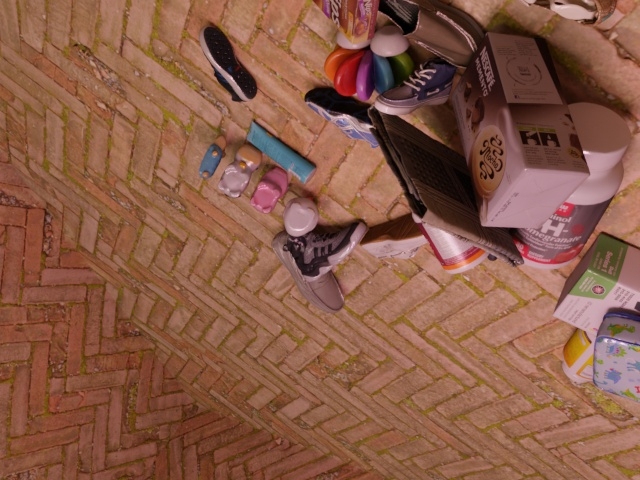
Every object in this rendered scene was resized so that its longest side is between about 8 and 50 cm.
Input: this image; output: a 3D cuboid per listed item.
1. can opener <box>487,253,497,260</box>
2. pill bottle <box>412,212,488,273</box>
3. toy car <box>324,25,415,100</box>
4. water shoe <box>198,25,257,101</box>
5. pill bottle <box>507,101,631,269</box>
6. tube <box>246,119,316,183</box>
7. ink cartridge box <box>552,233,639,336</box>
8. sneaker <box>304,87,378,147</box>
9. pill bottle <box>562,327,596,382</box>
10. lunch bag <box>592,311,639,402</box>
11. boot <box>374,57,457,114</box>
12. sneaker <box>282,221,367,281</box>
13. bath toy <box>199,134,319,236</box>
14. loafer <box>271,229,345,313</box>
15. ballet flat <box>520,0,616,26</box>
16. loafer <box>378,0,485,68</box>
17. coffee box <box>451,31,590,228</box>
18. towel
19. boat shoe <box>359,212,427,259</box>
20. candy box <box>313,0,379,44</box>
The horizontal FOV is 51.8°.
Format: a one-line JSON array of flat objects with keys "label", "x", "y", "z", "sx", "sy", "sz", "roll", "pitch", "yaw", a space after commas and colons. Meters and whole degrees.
[{"label": "can opener", "x": 0.406, "y": -0.023, "z": 1.507, "sx": 0.073, "sy": 0.059, "sz": 0.186, "roll": 24, "pitch": 146, "yaw": 18}, {"label": "pill bottle", "x": 0.283, "y": -0.044, "z": 1.488, "sx": 0.121, "sy": 0.121, "sz": 0.221, "roll": -18, "pitch": 109, "yaw": 51}, {"label": "toy car", "x": 0.092, "y": -0.339, "z": 1.312, "sx": 0.182, "sy": 0.136, "sz": 0.159, "roll": 19, "pitch": 143, "yaw": 23}, {"label": "water shoe", "x": -0.236, "y": -0.411, "z": 1.570, "sx": 0.080, "sy": 0.073, "sz": 0.203, "roll": -3, "pitch": 131, "yaw": 46}, {"label": "pill bottle", "x": 0.461, "y": -0.100, "z": 1.252, "sx": 0.176, "sy": 0.176, "sz": 0.318, "roll": 25, "pitch": 146, "yaw": 16}, {"label": "tube", "x": -0.107, "y": -0.227, "z": 1.716, "sx": 0.207, "sy": 0.052, "sz": 0.080, "roll": 37, "pitch": 143, "yaw": 6}, {"label": "ink cartridge box", "x": 0.679, "y": 0.136, "z": 1.412, "sx": 0.278, "sy": 0.117, "sz": 0.201, "roll": 26, "pitch": 146, "yaw": 13}, {"label": "sneaker", "x": 0.054, "y": -0.273, "z": 1.481, "sx": 0.211, "sy": 0.080, "sz": 0.081, "roll": 29, "pitch": 143, "yaw": 11}, {"label": "pill bottle", "x": 0.661, "y": 0.261, "z": 1.588, "sx": 0.117, "sy": 0.117, "sz": 0.215, "roll": 26, "pitch": 146, "yaw": 14}, {"label": "lunch bag", "x": 0.669, "y": 0.252, "z": 1.379, "sx": 0.176, "sy": 0.090, "sz": 0.219, "roll": 13, "pitch": 143, "yaw": 31}, {"label": "boot", "x": 0.181, "y": -0.298, "z": 1.245, "sx": 0.069, "sy": 0.190, "sz": 0.086, "roll": 41, "pitch": 135, "yaw": 30}, {"label": "sneaker", "x": 0.000, "y": 0.000, "z": 1.830, "sx": 0.153, "sy": 0.101, "sz": 0.268, "roll": 45, "pitch": 129, "yaw": -6}, {"label": "bath toy", "x": -0.153, "y": -0.145, "z": 1.789, "sx": 0.348, "sy": 0.151, "sz": 0.129, "roll": 34, "pitch": -175, "yaw": -3}, {"label": "loafer", "x": -0.025, "y": 0.100, "z": 1.996, "sx": 0.319, "sy": 0.112, "sz": 0.111, "roll": 50, "pitch": 153, "yaw": -20}, {"label": "ballet flat", "x": 0.368, "y": -0.399, "z": 1.056, "sx": 0.206, "sy": 0.067, "sz": 0.073, "roll": 24, "pitch": 146, "yaw": 16}, {"label": "loafer", "x": 0.191, "y": -0.390, "z": 1.205, "sx": 0.251, "sy": 0.087, "sz": 0.094, "roll": 35, "pitch": 147, "yaw": 0}, {"label": "coffee box", "x": 0.333, "y": -0.190, "z": 1.133, "sx": 0.119, "sy": 0.297, "sz": 0.168, "roll": 3, "pitch": 150, "yaw": -13}, {"label": "towel", "x": 0.231, "y": -0.101, "z": 1.261, "sx": 0.324, "sy": 0.312, "sz": 0.056, "roll": 22, "pitch": 127, "yaw": -39}, {"label": "boat shoe", "x": 0.216, "y": 0.000, "z": 1.677, "sx": 0.096, "sy": 0.098, "sz": 0.277, "roll": 46, "pitch": 155, "yaw": -18}, {"label": "candy box", "x": 0.036, "y": -0.461, "z": 1.206, "sx": 0.186, "sy": 0.053, "sz": 0.109, "roll": 54, "pitch": 156, "yaw": 28}]
